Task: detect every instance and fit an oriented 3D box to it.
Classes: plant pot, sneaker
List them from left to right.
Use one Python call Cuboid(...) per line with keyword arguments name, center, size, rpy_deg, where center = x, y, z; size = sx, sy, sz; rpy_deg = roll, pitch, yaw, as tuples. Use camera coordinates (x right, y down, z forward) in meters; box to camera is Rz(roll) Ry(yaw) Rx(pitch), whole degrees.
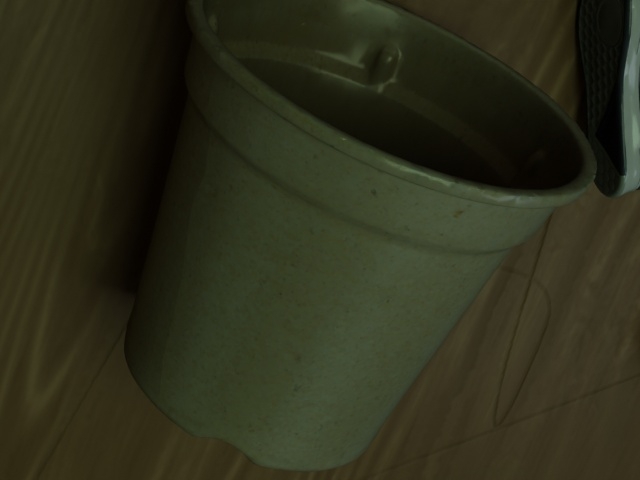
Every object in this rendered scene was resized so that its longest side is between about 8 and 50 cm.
Cuboid(name="plant pot", center=(0.000, 0.000, 1.324), size=(0.333, 0.334, 0.305), rpy_deg=(12, 117, -26))
Cuboid(name="sneaker", center=(0.316, -0.162, 1.490), size=(0.163, 0.086, 0.226), rpy_deg=(-13, 114, -18))
